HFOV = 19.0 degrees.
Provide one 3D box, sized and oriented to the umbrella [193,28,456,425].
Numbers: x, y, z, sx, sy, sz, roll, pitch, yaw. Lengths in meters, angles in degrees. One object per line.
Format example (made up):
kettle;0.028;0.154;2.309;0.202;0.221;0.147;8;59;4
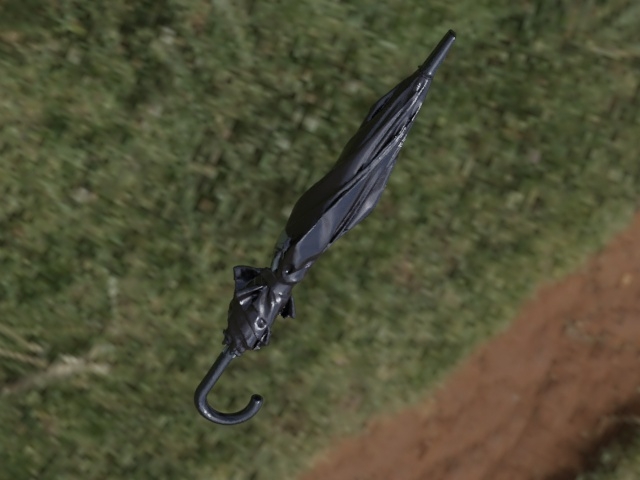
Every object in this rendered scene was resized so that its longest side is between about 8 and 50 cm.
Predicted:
umbrella;-0.003;-0.001;0.440;0.022;0.013;0.122;19;122;-16
